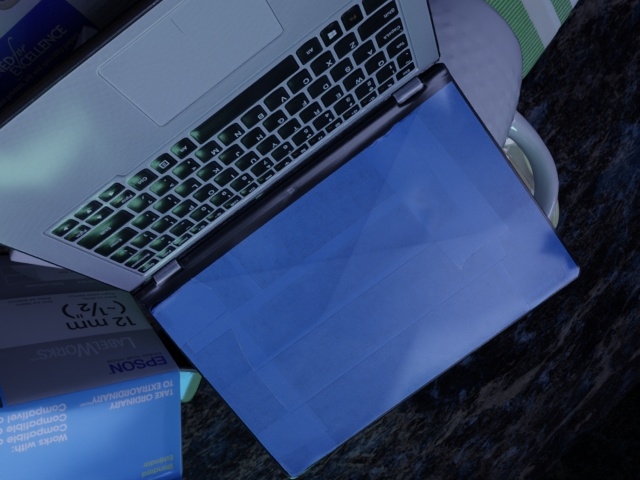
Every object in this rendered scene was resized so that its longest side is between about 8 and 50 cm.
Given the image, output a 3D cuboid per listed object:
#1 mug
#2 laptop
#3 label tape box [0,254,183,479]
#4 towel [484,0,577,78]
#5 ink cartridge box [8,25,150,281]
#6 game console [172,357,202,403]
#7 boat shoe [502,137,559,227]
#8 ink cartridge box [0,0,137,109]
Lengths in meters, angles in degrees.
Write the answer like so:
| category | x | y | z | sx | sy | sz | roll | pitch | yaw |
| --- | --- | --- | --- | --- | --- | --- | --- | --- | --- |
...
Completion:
| category | x | y | z | sx | sy | sz | roll | pitch | yaw |
| --- | --- | --- | --- | --- | --- | --- | --- | --- | --- |
| mug | 0.124 | -0.109 | 0.772 | 0.374 | 0.276 | 0.328 | 37 | 87 | -5 |
| laptop | 0.000 | 0.000 | 0.513 | 0.382 | 0.236 | 0.408 | -37 | 155 | 4 |
| label tape box | -0.277 | 0.145 | 0.587 | 0.249 | 0.348 | 0.115 | -4 | 121 | -40 |
| towel | 0.331 | -0.404 | 0.977 | 0.248 | 0.038 | 0.325 | 30 | 94 | -49 |
| ink cartridge box | -0.187 | -0.067 | 0.597 | 0.160 | 0.092 | 0.219 | 13 | 129 | -37 |
| game console | -0.215 | 0.202 | 0.872 | 0.122 | 0.107 | 0.071 | 12 | 82 | -31 |
| boat shoe | 0.361 | -0.104 | 1.156 | 0.098 | 0.109 | 0.302 | -41 | 131 | -5 |
| ink cartridge box | -0.180 | -0.187 | 0.587 | 0.304 | 0.072 | 0.307 | -34 | 139 | 14 |
